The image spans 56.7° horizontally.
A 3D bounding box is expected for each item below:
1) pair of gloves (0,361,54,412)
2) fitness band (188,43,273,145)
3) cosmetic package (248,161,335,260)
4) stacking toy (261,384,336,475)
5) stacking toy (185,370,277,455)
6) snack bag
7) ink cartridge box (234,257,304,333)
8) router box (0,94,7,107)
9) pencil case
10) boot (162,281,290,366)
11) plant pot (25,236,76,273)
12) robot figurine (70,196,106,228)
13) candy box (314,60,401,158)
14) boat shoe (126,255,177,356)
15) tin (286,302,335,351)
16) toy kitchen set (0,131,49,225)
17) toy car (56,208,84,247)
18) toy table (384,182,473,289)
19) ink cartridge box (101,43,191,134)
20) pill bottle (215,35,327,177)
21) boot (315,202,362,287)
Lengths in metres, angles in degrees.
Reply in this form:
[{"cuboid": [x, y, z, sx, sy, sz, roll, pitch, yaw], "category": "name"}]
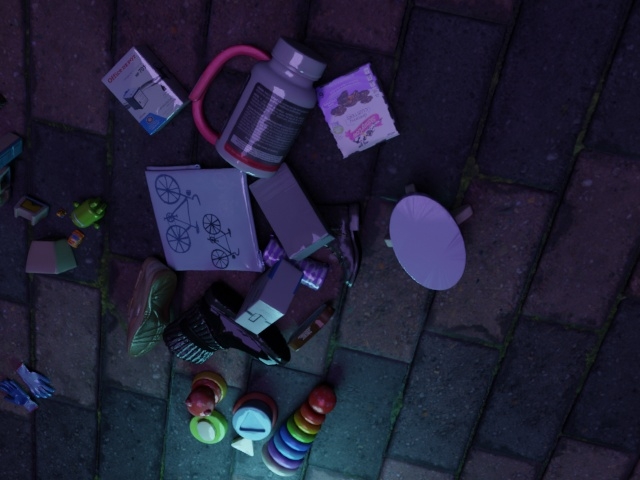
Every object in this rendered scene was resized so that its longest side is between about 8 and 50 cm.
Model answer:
[{"cuboid": [-1.039, 0.523, 2.094, 0.198, 0.023, 0.159, -41, 99, 21], "category": "pair of gloves"}, {"cuboid": [-0.222, -0.380, 1.575, 0.209, 0.054, 0.291, 37, 114, -10], "category": "fitness band"}, {"cuboid": [-0.075, -0.075, 1.588, 0.127, 0.107, 0.238, -31, 79, 9], "category": "cosmetic package"}, {"cuboid": [-0.056, 0.599, 1.918, 0.141, 0.141, 0.330, 32, 106, -4], "category": "stacking toy"}, {"cuboid": [-0.313, 0.609, 1.951, 0.309, 0.130, 0.280, 19, 114, 2], "category": "stacking toy"}, {"cuboid": [-0.329, -0.063, 1.695, 0.342, 0.037, 0.323, 0, 111, 23], "category": "snack bag"}, {"cuboid": [-0.147, 0.161, 1.677, 0.086, 0.148, 0.203, 33, 146, -11], "category": "ink cartridge box"}, {"cuboid": [-0.971, -0.414, 1.687, 0.092, 0.038, 0.122, -33, 104, 19], "category": "router box"}, {"cuboid": [-0.072, 0.067, 1.715, 0.206, 0.086, 0.088, 27, 80, -5], "category": "pencil case"}, {"cuboid": [-0.287, 0.316, 1.826, 0.348, 0.131, 0.260, 43, 110, -4], "category": "boot"}, {"cuboid": [-0.829, 0.042, 1.821, 0.109, 0.109, 0.096, 2, 99, 9], "category": "plant pot"}, {"cuboid": [-0.691, -0.082, 1.762, 0.115, 0.067, 0.101, -29, 117, 19], "category": "robot figurine"}, {"cuboid": [0.095, -0.335, 1.527, 0.164, 0.070, 0.196, -22, 107, 17], "category": "candy box"}, {"cuboid": [-0.538, 0.210, 1.845, 0.110, 0.121, 0.341, 39, 116, 33], "category": "boat shoe"}, {"cuboid": [-0.030, 0.259, 1.775, 0.040, 0.106, 0.190, 44, 111, -1], "category": "tin"}, {"cuboid": [-0.878, -0.178, 1.748, 0.166, 0.122, 0.207, 25, 134, -2], "category": "toy kitchen set"}, {"cuboid": [-0.779, -0.031, 1.812, 0.060, 0.040, 0.122, -31, 105, 19], "category": "toy car"}, {"cuboid": [0.286, -0.021, 1.577, 0.252, 0.161, 0.274, -11, 111, 13], "category": "toy table"}, {"cuboid": [-0.462, -0.403, 1.586, 0.139, 0.082, 0.191, -37, 104, 21], "category": "ink cartridge box"}, {"cuboid": [-0.117, -0.328, 1.459, 0.176, 0.176, 0.318, 31, 114, -4], "category": "pill bottle"}, {"cuboid": [0.000, 0.000, 1.671, 0.229, 0.091, 0.263, 1, 96, 9], "category": "boot"}]
